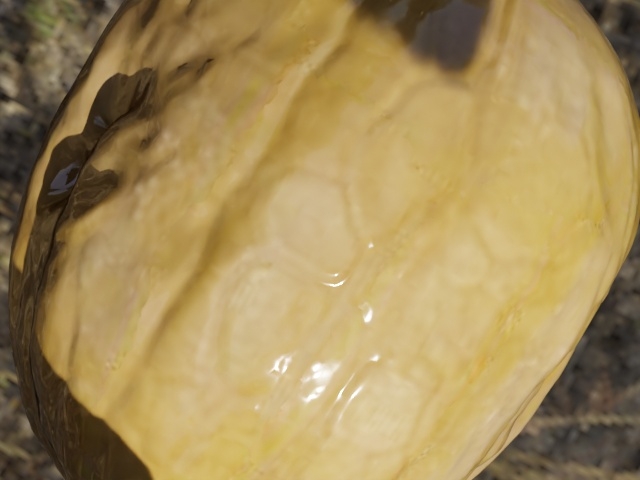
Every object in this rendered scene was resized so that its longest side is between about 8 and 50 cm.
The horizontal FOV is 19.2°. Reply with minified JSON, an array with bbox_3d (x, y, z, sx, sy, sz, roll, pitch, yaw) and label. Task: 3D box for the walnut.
[{"bbox_3d":[0.000,0.000,0.594,0.226,0.193,0.193,-62,151,-4],"label":"walnut"}]
